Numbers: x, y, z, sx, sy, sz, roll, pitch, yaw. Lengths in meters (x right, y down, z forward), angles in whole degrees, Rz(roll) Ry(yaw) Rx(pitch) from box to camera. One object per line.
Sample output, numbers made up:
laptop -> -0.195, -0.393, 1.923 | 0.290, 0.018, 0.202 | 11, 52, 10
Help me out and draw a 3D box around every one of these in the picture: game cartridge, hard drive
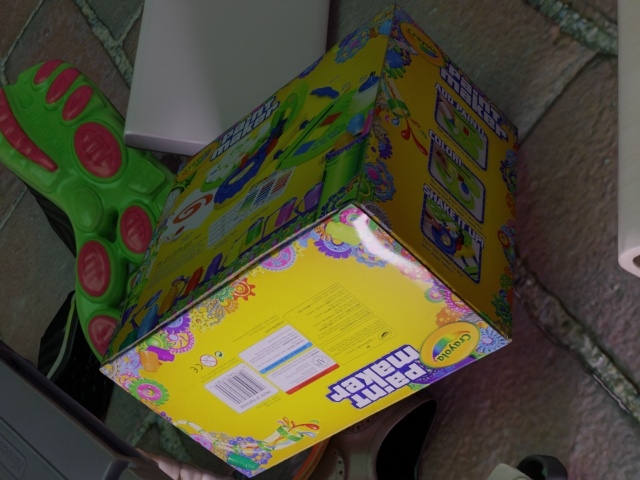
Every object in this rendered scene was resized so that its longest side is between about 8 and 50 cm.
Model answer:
game cartridge -> -0.245, 0.224, 0.881 | 0.355, 0.068, 0.230 | 22, 90, 51
hard drive -> -0.094, -0.232, 1.263 | 0.040, 0.203, 0.307 | 114, 162, -66

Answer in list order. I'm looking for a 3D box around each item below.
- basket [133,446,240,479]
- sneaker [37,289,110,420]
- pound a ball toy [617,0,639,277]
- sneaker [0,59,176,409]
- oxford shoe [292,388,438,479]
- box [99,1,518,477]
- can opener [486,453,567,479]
basket -> -0.239, 0.361, 1.054 | 0.331, 0.266, 0.328 | -14, 61, 42
sneaker -> -0.301, 0.154, 1.382 | 0.097, 0.084, 0.234 | -8, 57, 52
pound a ball toy -> 0.312, -0.141, 0.808 | 0.208, 0.136, 0.319 | -15, 61, 43
sneaker -> -0.204, -0.006, 1.292 | 0.185, 0.202, 0.482 | -34, 62, 4
oxford shoe -> 0.020, 0.240, 0.967 | 0.098, 0.097, 0.271 | 10, 78, 45
box -> 0.000, 0.000, 0.979 | 0.290, 0.177, 0.279 | -33, 28, 33
can opener -> 0.105, 0.287, 0.867 | 0.074, 0.093, 0.280 | 48, 116, 44
